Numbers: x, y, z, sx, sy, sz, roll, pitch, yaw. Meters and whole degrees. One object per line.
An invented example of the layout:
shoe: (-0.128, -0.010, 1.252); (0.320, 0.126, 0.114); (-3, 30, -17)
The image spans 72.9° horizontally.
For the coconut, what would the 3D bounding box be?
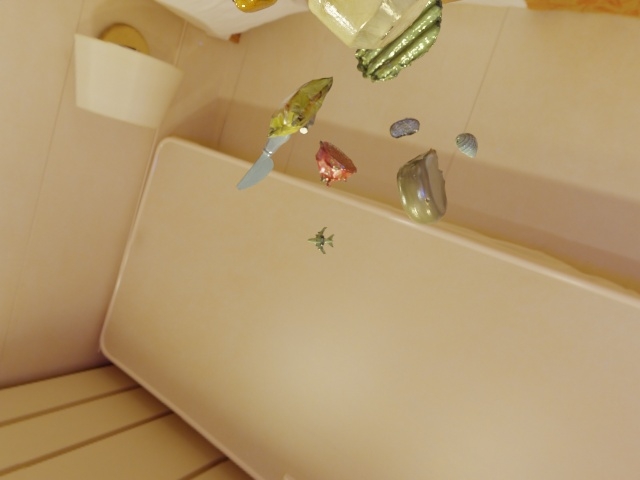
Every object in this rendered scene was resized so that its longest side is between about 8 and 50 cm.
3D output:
coconut: (0.117, -0.659, 1.096); (0.324, 0.322, 0.323); (18, -172, -3)

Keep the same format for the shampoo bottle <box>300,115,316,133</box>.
shampoo bottle: (-0.054, -0.506, 1.768); (0.040, 0.165, 0.080); (-17, 138, 36)

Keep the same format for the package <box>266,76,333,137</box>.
package: (-0.064, -0.394, 1.291); (0.090, 0.226, 0.168); (44, 151, -24)

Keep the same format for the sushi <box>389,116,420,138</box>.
sushi: (0.421, -0.565, 2.172); (0.151, 0.090, 0.078); (-17, -168, 10)

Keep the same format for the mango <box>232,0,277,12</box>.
mango: (-0.249, -0.916, 1.641); (0.178, 0.089, 0.115); (-33, -144, -34)

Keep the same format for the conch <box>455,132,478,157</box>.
conch: (0.464, -0.301, 1.358); (0.086, 0.056, 0.076); (20, -134, -15)

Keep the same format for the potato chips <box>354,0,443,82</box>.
potato chips: (0.259, -0.776, 1.555); (0.070, 0.357, 0.429); (-7, 171, -32)

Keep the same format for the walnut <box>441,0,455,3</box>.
walnut: (0.506, -0.948, 1.507); (0.337, 0.208, 0.209); (-5, -174, 7)

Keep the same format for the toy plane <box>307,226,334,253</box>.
toy plane: (0.000, 0.000, 1.626); (0.111, 0.102, 0.040); (1, 176, 22)

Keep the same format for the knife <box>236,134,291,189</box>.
knife: (-0.212, -0.307, 1.665); (0.080, 0.331, 0.044); (34, -154, -11)

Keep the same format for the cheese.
cheese: (0.275, -0.131, 1.159); (0.091, 0.202, 0.175); (-4, -153, 36)

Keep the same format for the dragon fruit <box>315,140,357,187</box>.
dragon fruit: (0.028, -0.236, 1.397); (0.153, 0.111, 0.153); (37, -158, -17)
